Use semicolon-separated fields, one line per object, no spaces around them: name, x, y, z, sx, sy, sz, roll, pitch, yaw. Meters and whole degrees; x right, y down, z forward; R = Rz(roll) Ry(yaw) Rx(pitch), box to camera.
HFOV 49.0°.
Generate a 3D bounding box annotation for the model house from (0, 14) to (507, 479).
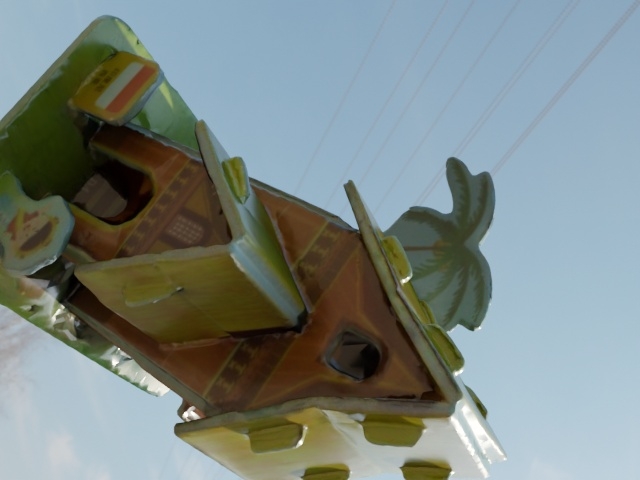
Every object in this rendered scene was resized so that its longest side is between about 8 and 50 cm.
model house;0.000;0.000;0.498;0.323;0.340;0.300;26;-18;32
